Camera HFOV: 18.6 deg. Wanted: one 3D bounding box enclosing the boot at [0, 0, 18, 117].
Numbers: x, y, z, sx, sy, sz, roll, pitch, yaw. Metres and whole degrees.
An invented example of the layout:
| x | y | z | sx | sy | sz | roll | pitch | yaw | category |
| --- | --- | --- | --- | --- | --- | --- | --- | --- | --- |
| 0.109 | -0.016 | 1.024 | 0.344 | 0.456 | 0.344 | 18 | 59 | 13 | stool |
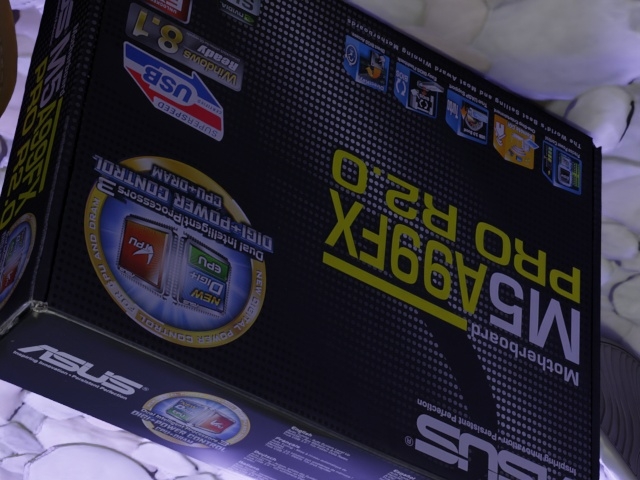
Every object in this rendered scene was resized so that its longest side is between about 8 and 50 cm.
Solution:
| x | y | z | sx | sy | sz | roll | pitch | yaw | category |
| --- | --- | --- | --- | --- | --- | --- | --- | --- | --- |
| -0.227 | -0.082 | 0.785 | 0.220 | 0.109 | 0.283 | 43 | 152 | 21 | boot |

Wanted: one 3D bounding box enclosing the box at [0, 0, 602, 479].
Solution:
| x | y | z | sx | sy | sz | roll | pitch | yaw | category |
| --- | --- | --- | --- | --- | --- | --- | --- | --- | --- |
| 0.000 | 0.000 | 0.820 | 0.270 | 0.216 | 0.060 | 26 | 139 | -25 | box |

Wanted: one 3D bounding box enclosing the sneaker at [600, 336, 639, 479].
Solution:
| x | y | z | sx | sy | sz | roll | pitch | yaw | category |
| --- | --- | --- | --- | --- | --- | --- | --- | --- | --- |
| 0.144 | 0.134 | 1.100 | 0.118 | 0.083 | 0.222 | -14 | 141 | 26 | sneaker |
